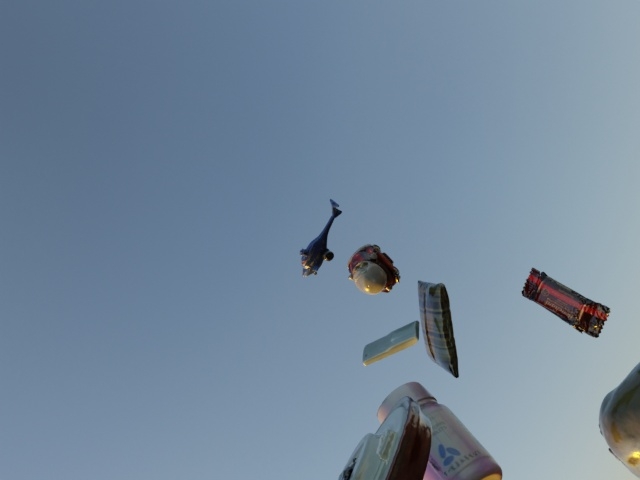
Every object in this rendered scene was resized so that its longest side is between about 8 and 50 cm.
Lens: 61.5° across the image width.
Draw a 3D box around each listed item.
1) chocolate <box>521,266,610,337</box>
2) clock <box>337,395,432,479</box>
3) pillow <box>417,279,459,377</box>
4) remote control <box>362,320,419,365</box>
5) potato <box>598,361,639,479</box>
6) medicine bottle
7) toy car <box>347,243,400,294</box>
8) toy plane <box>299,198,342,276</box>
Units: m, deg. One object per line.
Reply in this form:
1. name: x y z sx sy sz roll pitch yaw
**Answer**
1. chocolate: 0.514 0.129 1.138 0.028 0.182 0.086 -17 -54 -35
2. clock: 0.055 0.366 0.762 0.318 0.080 0.318 -60 -6 -10
3. pillow: 0.275 0.202 1.279 0.052 0.208 0.212 -10 -92 -5
4. remote control: 0.164 0.240 1.266 0.029 0.162 0.061 48 -151 -19
5. potato: 0.652 0.298 0.920 0.221 0.243 0.326 -8 -47 -52
6. medicine bottle: 0.240 0.428 1.123 0.152 0.254 0.151 -18 -50 -22
7. toy car: 0.137 0.093 1.399 0.112 0.139 0.112 -48 9 30
8. toy plane: 0.000 0.000 1.076 0.062 0.054 0.167 20 -78 -33
